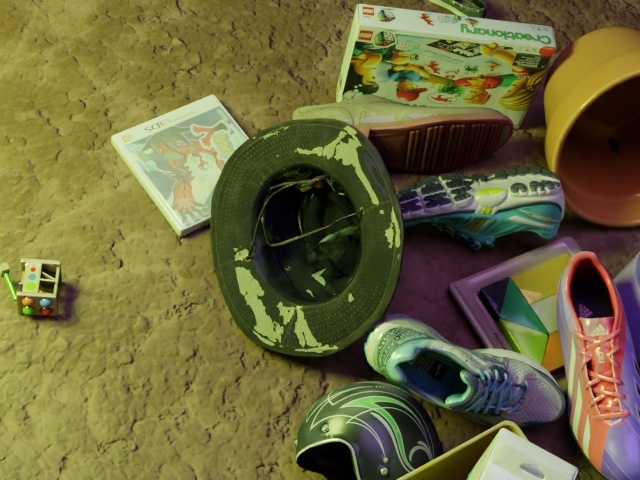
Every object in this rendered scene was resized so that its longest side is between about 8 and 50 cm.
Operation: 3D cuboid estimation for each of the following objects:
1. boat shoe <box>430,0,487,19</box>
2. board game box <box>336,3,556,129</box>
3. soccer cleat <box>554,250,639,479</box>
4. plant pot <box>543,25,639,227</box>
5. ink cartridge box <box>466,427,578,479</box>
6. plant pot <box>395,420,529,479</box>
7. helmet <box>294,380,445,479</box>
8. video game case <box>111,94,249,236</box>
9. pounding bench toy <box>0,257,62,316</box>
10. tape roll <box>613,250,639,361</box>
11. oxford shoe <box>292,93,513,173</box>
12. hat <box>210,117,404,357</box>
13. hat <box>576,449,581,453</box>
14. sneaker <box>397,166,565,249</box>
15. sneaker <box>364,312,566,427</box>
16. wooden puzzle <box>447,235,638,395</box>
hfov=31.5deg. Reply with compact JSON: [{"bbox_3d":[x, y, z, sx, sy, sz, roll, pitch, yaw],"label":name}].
[{"bbox_3d":[0.233,-0.429,1.988,0.142,0.040,0.049,36,57,14],"label":"boat shoe"},{"bbox_3d":[0.190,-0.268,1.776,0.306,0.193,0.053,5,55,-7],"label":"board game box"},{"bbox_3d":[0.371,0.165,1.501,0.109,0.116,0.318,-9,57,7],"label":"soccer cleat"},{"bbox_3d":[0.467,-0.195,1.743,0.291,0.290,0.203,-1,40,-11],"label":"plant pot"},{"bbox_3d":[0.201,0.275,1.203,0.092,0.143,0.090,27,55,9],"label":"ink cartridge box"},{"bbox_3d":[0.177,0.376,1.332,0.212,0.187,0.212,-23,64,-24],"label":"plant pot"},{"bbox_3d":[0.059,0.254,1.414,0.169,0.169,0.161,-29,70,-26],"label":"helmet"},{"bbox_3d":[-0.185,-0.117,1.706,0.183,0.023,0.201,-27,65,-25],"label":"video game case"},{"bbox_3d":[-0.393,0.065,1.523,0.083,0.052,0.065,4,56,-8],"label":"pounding bench toy"},{"bbox_3d":[0.506,0.101,1.621,0.189,0.080,0.189,16,44,-17],"label":"tape roll"},{"bbox_3d":[0.125,-0.182,1.751,0.348,0.123,0.130,-5,51,-15],"label":"oxford shoe"},{"bbox_3d":[0.000,0.000,1.581,0.331,0.134,0.331,-4,81,28],"label":"hat"},{"bbox_3d":[0.507,0.302,1.548,0.173,0.184,0.208,-50,116,-29],"label":"hat"},{"bbox_3d":[0.220,-0.034,1.673,0.276,0.109,0.107,-3,27,8],"label":"sneaker"},{"bbox_3d":[0.193,0.192,1.468,0.283,0.110,0.122,19,10,-12],"label":"sneaker"},{"bbox_3d":[0.333,0.108,1.634,0.239,0.044,0.221,-19,61,-22],"label":"wooden puzzle"}]
